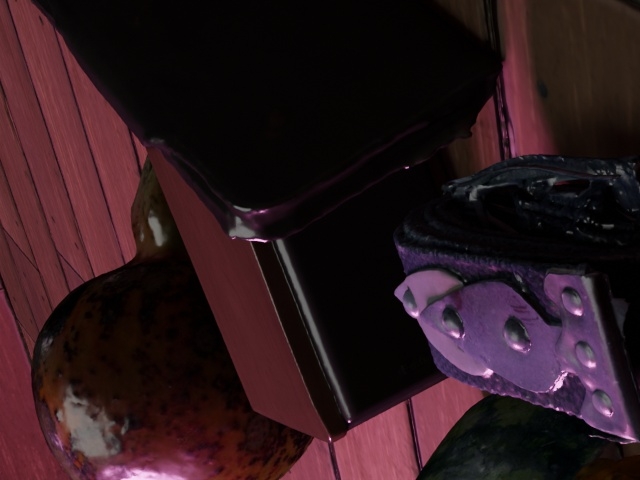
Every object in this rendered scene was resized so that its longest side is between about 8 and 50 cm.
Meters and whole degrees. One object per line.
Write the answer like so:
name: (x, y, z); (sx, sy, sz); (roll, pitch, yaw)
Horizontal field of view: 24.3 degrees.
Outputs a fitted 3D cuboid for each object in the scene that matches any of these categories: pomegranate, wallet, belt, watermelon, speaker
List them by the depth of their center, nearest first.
belt: (0.128, 0.015, 0.805); (0.218, 0.122, 0.128); (8, 120, 59)
wallet: (-0.059, -0.145, 0.979); (0.377, 0.197, 0.051); (46, 166, 41)
watermelon: (0.151, 0.245, 1.048); (0.213, 0.201, 0.262); (25, 94, 62)
speaker: (0.000, 0.000, 1.062); (0.192, 0.153, 0.231); (10, 124, 67)
pomegranate: (-0.130, 0.076, 1.368); (0.285, 0.285, 0.341); (166, 101, -70)

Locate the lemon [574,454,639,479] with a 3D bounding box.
lemon: (0.203, 0.230, 0.762); (0.260, 0.204, 0.204); (62, 161, 14)
